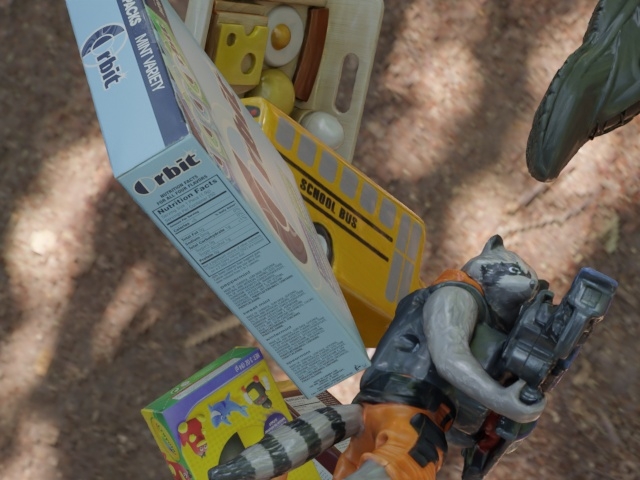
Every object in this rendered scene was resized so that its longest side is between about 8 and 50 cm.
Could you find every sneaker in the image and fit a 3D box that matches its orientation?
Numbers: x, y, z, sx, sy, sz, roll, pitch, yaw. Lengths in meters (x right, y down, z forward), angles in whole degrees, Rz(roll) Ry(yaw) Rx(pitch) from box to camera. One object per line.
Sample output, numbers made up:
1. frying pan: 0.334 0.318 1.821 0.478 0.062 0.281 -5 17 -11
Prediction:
1. sneaker: 0.336 -0.178 1.583 0.130 0.109 0.286 31 75 7

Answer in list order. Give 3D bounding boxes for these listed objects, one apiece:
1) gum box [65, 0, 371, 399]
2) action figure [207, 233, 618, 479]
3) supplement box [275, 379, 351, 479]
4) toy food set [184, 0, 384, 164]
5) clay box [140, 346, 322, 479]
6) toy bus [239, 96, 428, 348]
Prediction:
1. gum box: -0.050 -0.032 0.674 0.041 0.184 0.157 -29 45 7
2. action figure: 0.083 0.108 1.068 0.178 0.341 0.330 36 55 10
3. supplement box: -0.024 0.297 1.635 0.194 0.129 0.191 41 107 22
4. toy food set: -0.049 -0.178 1.557 0.092 0.306 0.220 22 107 34
5. clay box: -0.073 0.232 1.377 0.127 0.222 0.053 -33 14 -31
6. toy bus: 0.000 0.000 1.295 0.108 0.332 0.130 -4 65 37
